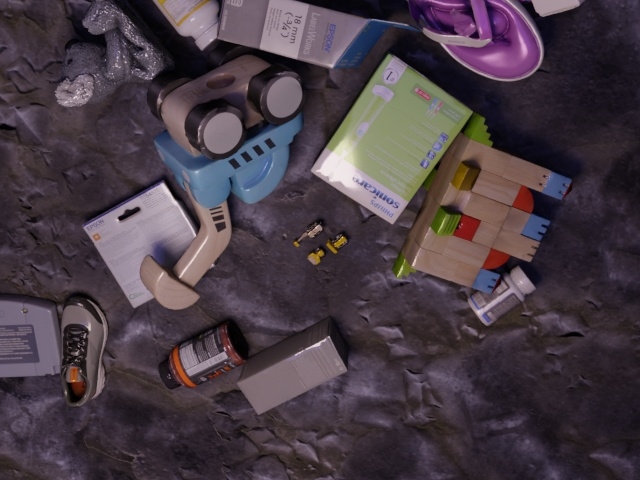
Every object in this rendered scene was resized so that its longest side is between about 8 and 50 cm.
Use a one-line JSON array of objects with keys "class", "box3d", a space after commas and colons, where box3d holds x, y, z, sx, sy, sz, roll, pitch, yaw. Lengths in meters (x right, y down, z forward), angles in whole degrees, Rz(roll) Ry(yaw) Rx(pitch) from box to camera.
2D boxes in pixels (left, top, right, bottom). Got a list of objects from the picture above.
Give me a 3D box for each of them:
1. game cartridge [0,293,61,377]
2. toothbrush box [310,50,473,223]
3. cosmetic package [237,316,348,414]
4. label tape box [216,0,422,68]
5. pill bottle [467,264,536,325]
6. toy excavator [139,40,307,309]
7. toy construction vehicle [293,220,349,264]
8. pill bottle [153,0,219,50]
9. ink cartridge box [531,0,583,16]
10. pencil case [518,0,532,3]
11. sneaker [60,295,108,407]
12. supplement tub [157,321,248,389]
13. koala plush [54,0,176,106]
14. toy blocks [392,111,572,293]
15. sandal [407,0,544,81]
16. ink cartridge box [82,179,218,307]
[{"class": "game cartridge", "box3d": [-0.755, 0.225, 1.764, 0.297, 0.062, 0.198, -2, 103, 4]}, {"class": "toothbrush box", "box3d": [0.142, -0.213, 1.546, 0.206, 0.122, 0.283, 32, 105, -7]}, {"class": "cosmetic package", "box3d": [-0.060, 0.284, 1.707, 0.238, 0.127, 0.107, -26, 104, 8]}, {"class": "label tape box", "box3d": [0.006, -0.386, 1.409, 0.333, 0.240, 0.106, 17, 106, 10]}, {"class": "pill bottle", "box3d": [0.401, 0.120, 1.656, 0.137, 0.078, 0.078, -38, 102, 13]}, {"class": "toy excavator", "box3d": [-0.210, -0.115, 1.530, 0.433, 0.222, 0.445, -33, 134, -20]}, {"class": "toy construction vehicle", "box3d": [0.000, 0.000, 1.668, 0.098, 0.035, 0.086, -41, 112, 16]}, {"class": "pill bottle", "box3d": [-0.267, -0.475, 1.497, 0.103, 0.103, 0.184, -36, 102, 12]}, {"class": "ink cartridge box", "box3d": [0.465, -0.539, 1.377, 0.219, 0.092, 0.160, -44, 115, -25]}, {"class": "pencil case", "box3d": [0.387, -0.567, 1.438, 0.104, 0.104, 0.236, -14, 103, 7]}, {"class": "sneaker", "box3d": [-0.552, 0.259, 1.735, 0.100, 0.108, 0.271, 2, 106, 4]}, {"class": "supplement tub", "box3d": [-0.272, 0.271, 1.724, 0.198, 0.106, 0.106, -27, 104, 11]}, {"class": "koala plush", "box3d": [-0.430, -0.354, 1.503, 0.221, 0.196, 0.203, -38, 111, 9]}, {"class": "toy blocks", "box3d": [0.351, -0.047, 1.574, 0.261, 0.191, 0.381, 19, 107, -14]}, {"class": "sandal", "box3d": [0.248, -0.449, 1.452, 0.416, 0.102, 0.169, 42, 135, -4]}, {"class": "ink cartridge box", "box3d": [-0.379, 0.007, 1.680, 0.223, 0.045, 0.224, -27, 103, 9]}]
